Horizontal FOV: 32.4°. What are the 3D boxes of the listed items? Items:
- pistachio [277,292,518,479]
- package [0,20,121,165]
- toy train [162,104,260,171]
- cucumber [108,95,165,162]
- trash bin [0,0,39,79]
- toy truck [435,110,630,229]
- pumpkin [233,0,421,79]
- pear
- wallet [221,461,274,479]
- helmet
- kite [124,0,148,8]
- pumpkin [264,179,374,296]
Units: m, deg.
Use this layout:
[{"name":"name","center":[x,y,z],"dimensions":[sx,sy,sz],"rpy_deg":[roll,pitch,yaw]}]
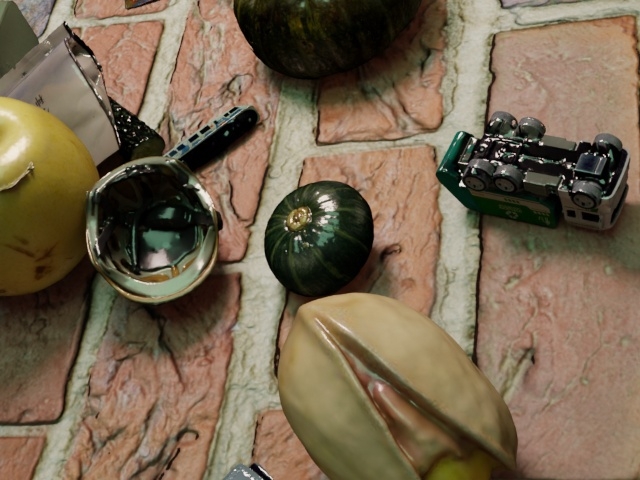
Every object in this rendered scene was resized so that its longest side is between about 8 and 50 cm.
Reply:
[{"name":"pistachio","center":[0.080,0.191,1.284],"dimensions":[0.230,0.230,0.309],"rpy_deg":[-39,60,-9]},{"name":"package","center":[-0.435,-0.208,1.825],"dimensions":[0.204,0.062,0.251],"rpy_deg":[-33,72,26]},{"name":"toy train","center":[-0.188,-0.150,1.754],"dimensions":[0.207,0.043,0.047],"rpy_deg":[-37,47,-8]},{"name":"cucumber","center":[-0.366,-0.207,1.846],"dimensions":[0.072,0.072,0.300],"rpy_deg":[-44,53,-13]},{"name":"trash bin","center":[-0.713,-0.317,2.006],"dimensions":[0.343,0.158,0.223],"rpy_deg":[-3,54,18]},{"name":"toy truck","center":[0.284,-0.088,1.477],"dimensions":[0.253,0.124,0.114],"rpy_deg":[15,62,27]},{"name":"pumpkin","center":[0.014,-0.407,1.770],"dimensions":[0.320,0.192,0.321],"rpy_deg":[-9,53,12]},{"name":"pear","center":[-0.476,-0.069,1.638],"dimensions":[0.309,0.309,0.309],"rpy_deg":[-10,52,14]},{"name":"wallet","center":[-0.060,0.380,1.302],"dimensions":[0.231,0.069,0.170],"rpy_deg":[33,76,30]},{"name":"helmet","center":[-0.236,-0.008,1.609],"dimensions":[0.198,0.130,0.224],"rpy_deg":[-22,78,1]},{"name":"kite","center":[-0.315,-0.491,2.077],"dimensions":[0.183,0.010,0.160],"rpy_deg":[27,72,38]},{"name":"pumpkin","center":[-0.002,-0.002,1.521],"dimensions":[0.167,0.125,0.167],"rpy_deg":[-10,59,17]}]
